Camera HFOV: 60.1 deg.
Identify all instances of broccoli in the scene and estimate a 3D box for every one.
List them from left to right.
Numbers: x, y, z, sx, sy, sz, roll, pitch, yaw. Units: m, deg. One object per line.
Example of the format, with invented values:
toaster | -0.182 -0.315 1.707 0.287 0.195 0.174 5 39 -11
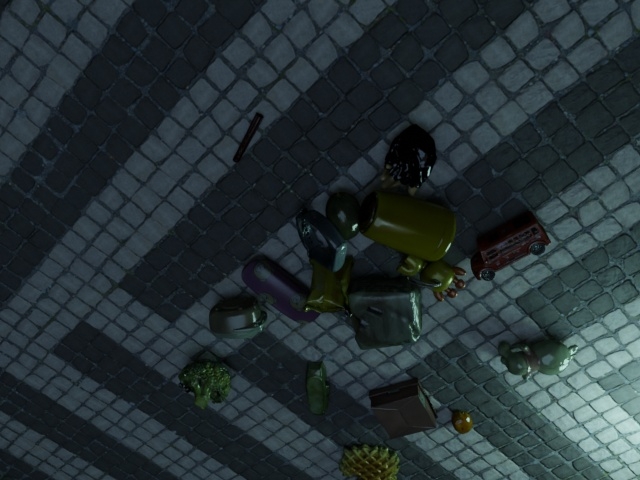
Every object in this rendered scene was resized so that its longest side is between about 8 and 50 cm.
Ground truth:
broccoli | -0.442 0.552 2.131 0.197 0.176 0.226 7 107 7

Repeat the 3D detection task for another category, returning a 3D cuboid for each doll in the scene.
doll | 0.362 0.105 1.791 0.221 0.135 0.143 35 117 -1
doll | 0.772 0.423 1.955 0.275 0.113 0.155 -3 118 9

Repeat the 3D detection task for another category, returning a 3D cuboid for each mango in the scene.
mango | 0.562 0.724 2.195 0.080 0.060 0.114 -22 116 1

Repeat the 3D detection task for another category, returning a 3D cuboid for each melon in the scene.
melon | 0.072 -0.081 1.721 0.114 0.114 0.167 -11 122 12

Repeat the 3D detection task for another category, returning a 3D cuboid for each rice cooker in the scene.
rice cooker | -0.295 0.274 1.961 0.206 0.145 0.127 -9 110 8

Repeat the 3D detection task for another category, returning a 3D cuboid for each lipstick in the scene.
lipstick | -0.220 -0.305 1.665 0.027 0.027 0.176 28 121 -11

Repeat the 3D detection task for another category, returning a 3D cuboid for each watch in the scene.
watch | 0.000 0.000 1.750 0.193 0.068 0.206 44 156 23

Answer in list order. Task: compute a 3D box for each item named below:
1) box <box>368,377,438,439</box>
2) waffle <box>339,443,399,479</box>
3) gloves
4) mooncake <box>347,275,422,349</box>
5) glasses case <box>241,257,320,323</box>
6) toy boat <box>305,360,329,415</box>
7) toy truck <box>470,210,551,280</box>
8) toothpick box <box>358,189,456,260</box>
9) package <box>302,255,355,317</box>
box | 0.327 0.663 2.166 0.215 0.086 0.215 -20 118 17
waffle | 0.209 0.972 2.389 0.261 0.056 0.250 1 121 7
gloves | 0.249 -0.219 1.620 0.164 0.124 0.203 54 143 6
mooncake | 0.224 0.245 1.891 0.254 0.136 0.250 -4 120 16
glasses case | -0.133 0.178 1.922 0.316 0.076 0.123 40 118 -17
toy boat | -0.013 0.601 2.182 0.093 0.055 0.293 1 121 8
toy truck | 0.576 0.018 1.732 0.252 0.107 0.114 -31 113 20
toothpick box | 0.250 -0.051 1.660 0.271 0.175 0.175 16 122 -17
package | 0.032 0.145 1.817 0.168 0.226 0.090 5 151 7
